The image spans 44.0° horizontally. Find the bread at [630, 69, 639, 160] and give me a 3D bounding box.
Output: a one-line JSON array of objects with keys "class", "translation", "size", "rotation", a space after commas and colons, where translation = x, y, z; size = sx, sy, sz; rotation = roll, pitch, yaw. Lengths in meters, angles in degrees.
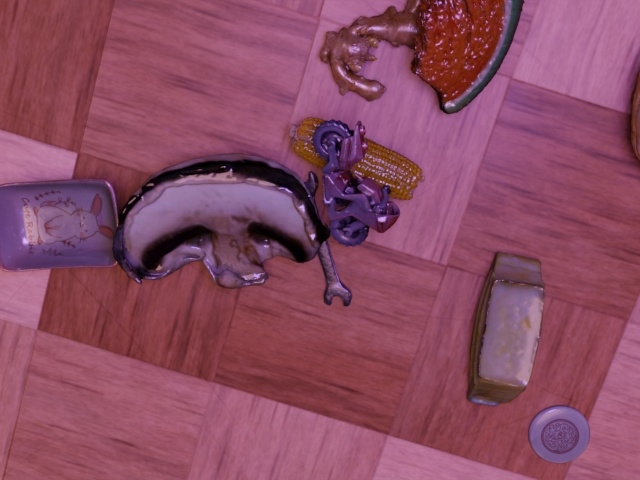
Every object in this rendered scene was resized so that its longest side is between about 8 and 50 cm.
[{"class": "bread", "translation": [0.589, -0.208, 1.245], "size": [0.198, 0.120, 0.236], "rotation": [3, 102, 1]}]

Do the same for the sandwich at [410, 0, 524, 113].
[{"class": "sandwich", "translation": [0.218, -0.315, 1.239], "size": [0.159, 0.079, 0.235], "rotation": [-2, 126, -8]}]

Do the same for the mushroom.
[{"class": "mushroom", "translation": [-0.166, -0.031, 1.317], "size": [0.344, 0.130, 0.248], "rotation": [-15, 121, 11]}]

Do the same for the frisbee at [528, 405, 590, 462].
[{"class": "frisbee", "translation": [0.430, 0.349, 1.425], "size": [0.110, 0.014, 0.110], "rotation": [1, 102, 3]}]

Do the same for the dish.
[{"class": "dish", "translation": [-0.442, -0.030, 1.353], "size": [0.212, 0.077, 0.151], "rotation": [-3, 100, 3]}]

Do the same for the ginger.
[{"class": "ginger", "translation": [0.092, -0.320, 1.278], "size": [0.176, 0.052, 0.193], "rotation": [10, 103, -5]}]

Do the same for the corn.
[{"class": "corn", "translation": [0.058, -0.134, 1.307], "size": [0.238, 0.080, 0.080], "rotation": [25, 102, -7]}]

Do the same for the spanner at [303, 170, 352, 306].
[{"class": "spanner", "translation": [0.000, 0.000, 1.369], "size": [0.054, 0.015, 0.255], "rotation": [-16, 101, 7]}]

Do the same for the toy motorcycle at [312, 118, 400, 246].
[{"class": "toy motorcycle", "translation": [0.059, -0.090, 1.242], "size": [0.118, 0.084, 0.213], "rotation": [-3, 116, 19]}]

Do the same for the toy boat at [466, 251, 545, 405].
[{"class": "toy boat", "translation": [0.317, 0.164, 1.356], "size": [0.111, 0.084, 0.277], "rotation": [10, 101, -2]}]
